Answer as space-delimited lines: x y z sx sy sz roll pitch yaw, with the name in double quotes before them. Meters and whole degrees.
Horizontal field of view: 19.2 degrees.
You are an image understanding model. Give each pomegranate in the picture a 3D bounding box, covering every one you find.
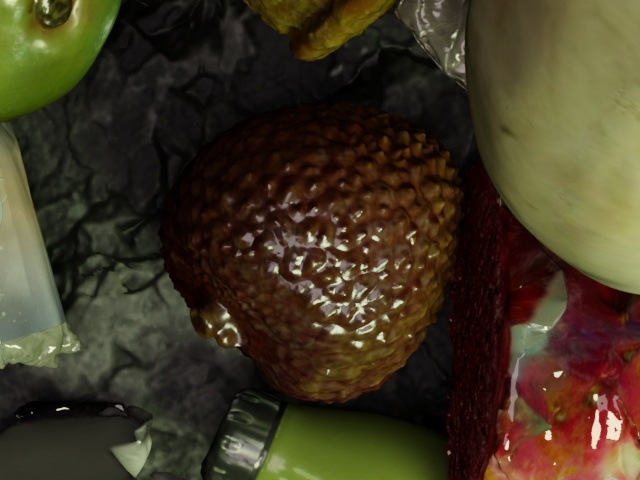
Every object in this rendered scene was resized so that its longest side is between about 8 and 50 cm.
"pomegranate" -0.239 -0.153 1.148 0.240 0.190 0.159 4 123 0

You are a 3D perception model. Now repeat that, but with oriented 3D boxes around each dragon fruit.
"dragon fruit" 0.168 0.055 1.158 0.161 0.126 0.274 8 71 -13

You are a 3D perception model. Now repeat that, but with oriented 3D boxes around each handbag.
"handbag" -0.234 0.012 1.217 0.117 0.095 0.173 -16 95 8

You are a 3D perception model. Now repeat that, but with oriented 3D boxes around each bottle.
"bottle" 0.052 0.174 1.222 0.260 0.112 0.112 23 99 -2

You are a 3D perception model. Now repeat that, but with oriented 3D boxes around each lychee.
"lychee" -0.006 0.000 1.164 0.194 0.194 0.194 0 99 2

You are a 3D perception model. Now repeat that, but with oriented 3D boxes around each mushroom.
"mushroom" 0.237 -0.139 1.004 0.353 0.325 0.353 5 105 18

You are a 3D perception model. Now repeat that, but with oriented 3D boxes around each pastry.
"pastry" 0.025 -0.196 1.125 0.189 0.189 0.103 -44 97 8

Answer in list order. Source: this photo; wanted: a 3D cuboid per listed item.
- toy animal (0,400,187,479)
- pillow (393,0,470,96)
"toy animal" -0.179 0.295 1.224 0.257 0.194 0.357 2 107 -8
"pillow" 0.177 -0.181 1.193 0.248 0.049 0.135 -40 96 8
